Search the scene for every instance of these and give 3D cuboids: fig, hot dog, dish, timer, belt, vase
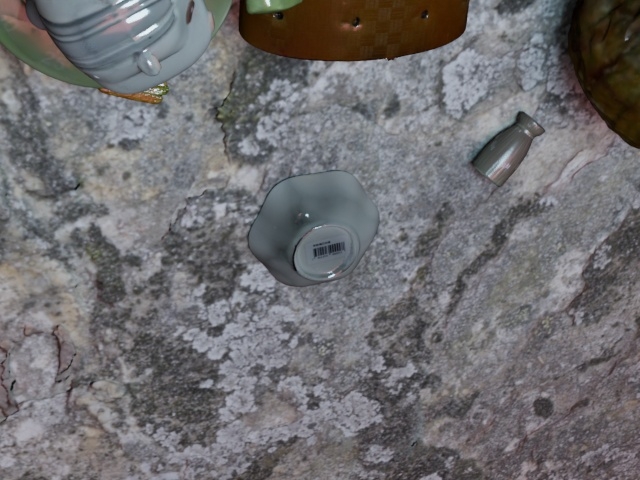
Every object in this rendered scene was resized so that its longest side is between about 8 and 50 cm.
[{"bbox_3d":[0.444,-0.285,0.954,0.286,0.286,0.369,-14,147,-11],"label":"fig"},{"bbox_3d":[-0.216,-0.181,0.979,0.083,0.021,0.037,11,108,-25],"label":"hot dog"},{"bbox_3d":[0.000,0.000,1.152,0.190,0.066,0.191,-10,126,-13],"label":"dish"},{"bbox_3d":[-0.188,-0.243,0.763,0.290,0.315,0.291,-10,125,-14],"label":"timer"},{"bbox_3d":[0.038,-0.266,0.910,0.261,0.184,0.105,-17,131,-26],"label":"belt"},{"bbox_3d":[0.260,-0.126,1.168,0.053,0.053,0.101,32,104,-34],"label":"vase"}]

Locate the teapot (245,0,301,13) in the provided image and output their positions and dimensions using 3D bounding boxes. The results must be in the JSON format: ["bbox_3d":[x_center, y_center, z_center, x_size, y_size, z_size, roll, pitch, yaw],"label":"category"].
[{"bbox_3d":[-0.030,-0.379,0.682,0.239,0.239,0.322,-30,100,19],"label":"teapot"}]
